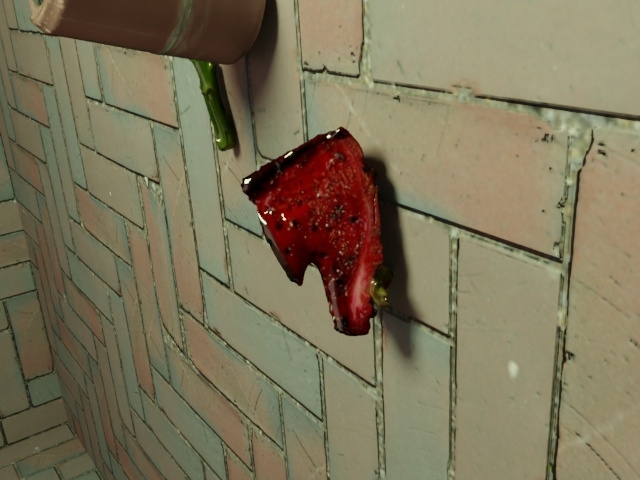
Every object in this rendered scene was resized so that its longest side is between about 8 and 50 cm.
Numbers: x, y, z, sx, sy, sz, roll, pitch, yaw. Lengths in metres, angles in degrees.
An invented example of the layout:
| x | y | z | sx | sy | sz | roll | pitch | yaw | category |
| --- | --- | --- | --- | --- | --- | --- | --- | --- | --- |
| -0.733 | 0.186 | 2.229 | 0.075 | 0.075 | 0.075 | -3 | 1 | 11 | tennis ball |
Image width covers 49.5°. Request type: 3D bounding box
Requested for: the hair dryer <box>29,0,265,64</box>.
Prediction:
| x | y | z | sx | sy | sz | roll | pitch | yaw | category |
| --- | --- | --- | --- | --- | --- | --- | --- | --- | --- |
| -0.143 | -0.354 | 0.657 | 0.125 | 0.211 | 0.352 | 45 | 125 | 45 | hair dryer |

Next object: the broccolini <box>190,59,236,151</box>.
| x | y | z | sx | sy | sz | roll | pitch | yaw | category |
| --- | --- | --- | --- | --- | --- | --- | --- | --- | --- |
| -0.150 | -0.215 | 0.849 | 0.058 | 0.067 | 0.216 | -50 | -54 | -81 | broccolini |

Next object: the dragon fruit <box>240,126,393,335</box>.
| x | y | z | sx | sy | sz | roll | pitch | yaw | category |
| --- | --- | --- | --- | --- | --- | --- | --- | --- | --- |
| 0.016 | -0.004 | 0.643 | 0.092 | 0.123 | 0.192 | -14 | 91 | 44 | dragon fruit |
